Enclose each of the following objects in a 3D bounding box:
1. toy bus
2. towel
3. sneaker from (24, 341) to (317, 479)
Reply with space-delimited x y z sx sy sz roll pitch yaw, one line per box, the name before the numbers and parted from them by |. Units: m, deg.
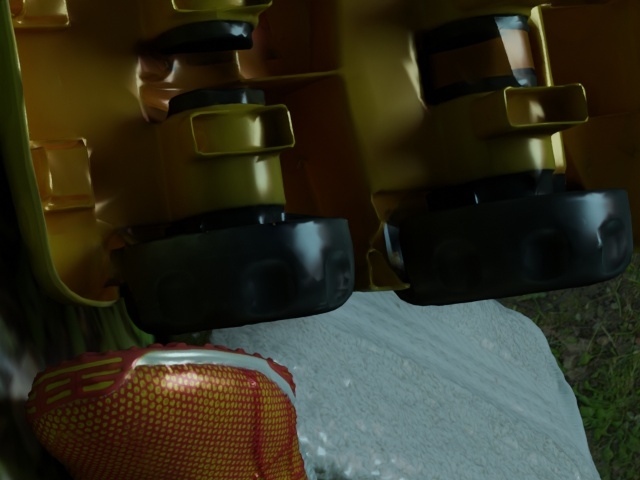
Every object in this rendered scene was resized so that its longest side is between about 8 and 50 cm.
toy bus | -0.018 -0.045 0.470 0.211 0.220 0.149 -13 -96 63
towel | 0.041 0.067 0.625 0.282 0.049 0.187 28 31 -37
sneaker | -0.028 0.077 0.378 0.175 0.064 0.067 59 21 -58
